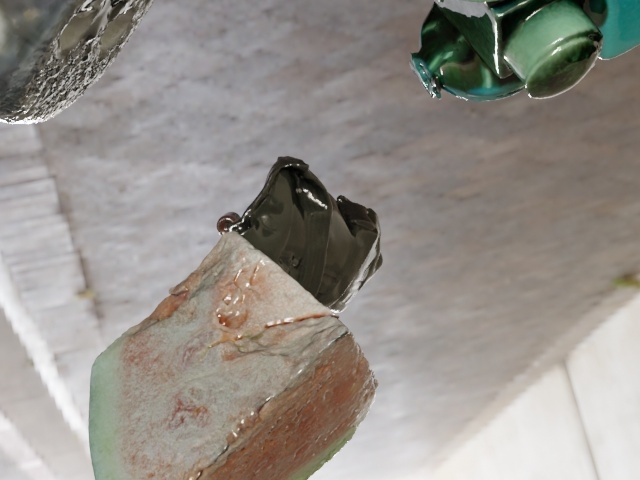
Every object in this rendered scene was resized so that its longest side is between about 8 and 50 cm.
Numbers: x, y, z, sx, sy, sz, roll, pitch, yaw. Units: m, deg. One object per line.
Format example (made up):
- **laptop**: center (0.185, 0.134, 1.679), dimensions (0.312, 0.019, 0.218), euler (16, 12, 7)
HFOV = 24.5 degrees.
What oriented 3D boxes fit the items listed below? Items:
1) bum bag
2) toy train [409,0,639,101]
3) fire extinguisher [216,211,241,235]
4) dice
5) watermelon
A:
- **bum bag**: center (0.000, 0.000, 1.553), dimensions (0.080, 0.142, 0.326), euler (12, 177, 24)
- **toy train**: center (0.091, -0.169, 0.705), dimensions (0.163, 0.203, 0.112), euler (-30, 153, -9)
- **fire extinguisher**: center (-0.098, -0.011, 1.697), dimensions (0.032, 0.046, 0.100), euler (-51, -179, 4)
- **dice**: center (-0.228, -0.202, 1.063), dimensions (0.181, 0.182, 0.183), euler (-55, 175, 12)
- **watermelon**: center (-0.055, 0.130, 1.224), dimensions (0.310, 0.193, 0.231), euler (-13, 123, -33)
